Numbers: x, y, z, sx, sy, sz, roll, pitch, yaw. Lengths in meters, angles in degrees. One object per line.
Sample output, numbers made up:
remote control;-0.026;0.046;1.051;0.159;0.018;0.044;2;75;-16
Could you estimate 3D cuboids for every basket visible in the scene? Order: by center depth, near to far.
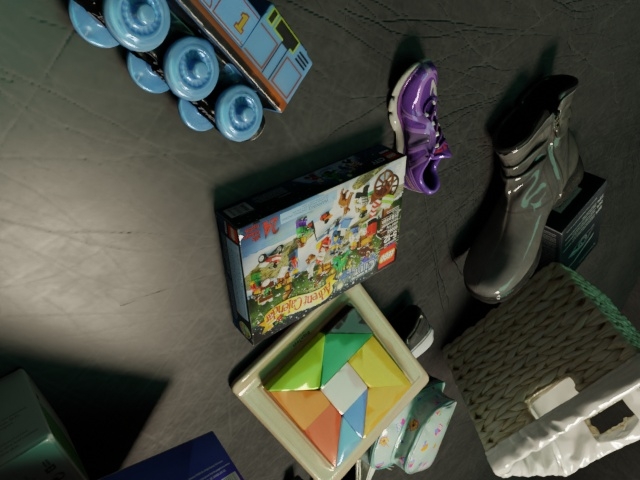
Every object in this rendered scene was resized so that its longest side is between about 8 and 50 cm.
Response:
basket;0.473;0.266;0.971;0.331;0.267;0.328;23;121;-40

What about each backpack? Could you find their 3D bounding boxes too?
backpack;0.131;0.305;0.839;0.188;0.144;0.166;14;100;-43

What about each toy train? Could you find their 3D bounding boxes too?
toy train;-0.089;-0.150;0.354;0.184;0.080;0.105;40;77;-49

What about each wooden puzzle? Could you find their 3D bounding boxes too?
wooden puzzle;0.030;0.198;0.675;0.221;0.044;0.239;-42;113;-16

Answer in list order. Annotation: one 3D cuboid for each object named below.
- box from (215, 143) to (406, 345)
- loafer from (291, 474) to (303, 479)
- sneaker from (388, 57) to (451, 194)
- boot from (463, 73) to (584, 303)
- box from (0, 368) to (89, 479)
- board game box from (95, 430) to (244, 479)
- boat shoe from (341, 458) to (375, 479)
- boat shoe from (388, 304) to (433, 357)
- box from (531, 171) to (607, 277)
box;0.000;0.000;0.571;0.233;0.044;0.159;-27;133;-31
loafer;-0.055;0.469;0.833;0.061;0.062;0.170;-10;122;-36
sneaker;0.129;-0.132;0.591;0.068;0.071;0.170;-33;135;-26
boot;0.309;-0.084;0.796;0.338;0.118;0.223;-58;139;-15
box;-0.261;0.185;0.400;0.102;0.087;0.101;-31;136;-28
board game box;-0.230;0.285;0.376;0.233;0.078;0.347;-42;162;7
boat shoe;0.048;0.466;0.929;0.070;0.077;0.220;-4;111;-45
boat shoe;0.086;0.181;0.768;0.228;0.080;0.076;-33;117;-20
box;0.473;-0.025;0.988;0.153;0.108;0.207;-44;140;-14
